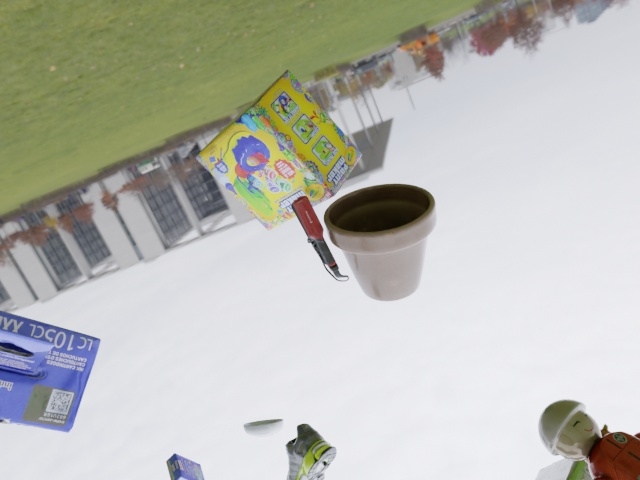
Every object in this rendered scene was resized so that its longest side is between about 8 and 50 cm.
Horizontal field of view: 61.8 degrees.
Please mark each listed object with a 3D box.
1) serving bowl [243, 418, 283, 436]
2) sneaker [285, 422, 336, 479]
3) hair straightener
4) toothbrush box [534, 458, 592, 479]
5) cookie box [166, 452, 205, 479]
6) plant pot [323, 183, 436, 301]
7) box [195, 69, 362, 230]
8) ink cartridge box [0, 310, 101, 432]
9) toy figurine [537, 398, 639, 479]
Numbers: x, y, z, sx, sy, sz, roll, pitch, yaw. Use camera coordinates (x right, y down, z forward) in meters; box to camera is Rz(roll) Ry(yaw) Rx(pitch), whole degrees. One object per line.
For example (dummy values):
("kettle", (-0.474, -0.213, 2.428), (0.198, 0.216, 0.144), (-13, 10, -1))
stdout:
("serving bowl", (-0.114, 0.382, 1.085), (0.083, 0.027, 0.083), (-7, 167, -2))
("sneaker", (-0.048, 0.618, 1.495), (0.111, 0.300, 0.121), (-9, -133, -38))
("hair straightener", (0.000, 0.000, 1.280), (0.047, 0.230, 0.089), (-34, -175, -9))
("toothbrush box", (0.445, 0.447, 0.756), (0.283, 0.206, 0.122), (30, -113, 19))
("cookie box", (-0.389, 0.678, 1.553), (0.040, 0.107, 0.092), (-45, -144, 0))
("plant pot", (0.154, 0.018, 1.297), (0.263, 0.229, 0.263), (-9, -152, 5))
("box", (-0.107, -0.215, 1.357), (0.290, 0.279, 0.177), (-25, -155, 48))
("ink cartridge box", (-0.523, 0.183, 0.802), (0.395, 0.270, 0.151), (-10, -120, 46))
("toy figurine", (0.273, 0.284, 0.546), (0.148, 0.209, 0.213), (30, -90, 44))
